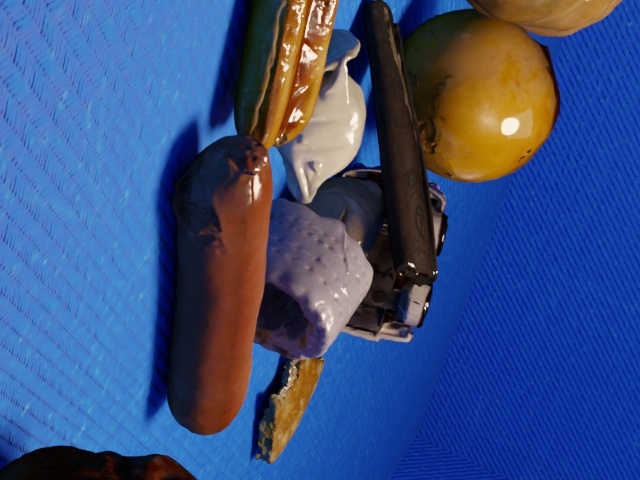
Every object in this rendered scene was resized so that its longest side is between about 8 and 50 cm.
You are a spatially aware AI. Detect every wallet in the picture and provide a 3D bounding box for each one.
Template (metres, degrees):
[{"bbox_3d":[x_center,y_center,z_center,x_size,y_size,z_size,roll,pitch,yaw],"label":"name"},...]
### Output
[{"bbox_3d":[0.096,-0.111,1.855,0.170,0.044,0.321,32,51,-75],"label":"wallet"}]

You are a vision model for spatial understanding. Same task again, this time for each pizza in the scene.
[{"bbox_3d":[-0.051,0.231,2.268,0.181,0.034,0.262,-65,169,-9],"label":"pizza"}]

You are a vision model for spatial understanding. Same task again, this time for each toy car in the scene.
[{"bbox_3d":[0.074,0.002,2.107,0.158,0.172,0.235,-80,-174,-67],"label":"toy car"}]

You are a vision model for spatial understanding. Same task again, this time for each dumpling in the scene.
[{"bbox_3d":[-0.009,-0.134,1.646,0.134,0.099,0.169,-121,-159,-61],"label":"dumpling"}]

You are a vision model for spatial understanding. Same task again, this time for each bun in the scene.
[{"bbox_3d":[0.000,0.000,1.853,0.173,0.113,0.167,-58,175,-35],"label":"bun"}]

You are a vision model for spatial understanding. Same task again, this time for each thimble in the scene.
[{"bbox_3d":[-0.030,0.042,1.702,0.118,0.151,0.127,-52,171,-38],"label":"thimble"}]

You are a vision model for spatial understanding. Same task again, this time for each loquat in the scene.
[{"bbox_3d":[0.196,-0.189,2.070,0.235,0.235,0.235,-61,167,-24],"label":"loquat"}]

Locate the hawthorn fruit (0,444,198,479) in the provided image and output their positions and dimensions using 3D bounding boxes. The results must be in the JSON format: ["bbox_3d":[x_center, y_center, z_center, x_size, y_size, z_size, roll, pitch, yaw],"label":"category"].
[{"bbox_3d":[-0.198,0.317,1.284,0.300,0.254,0.254,-63,170,21],"label":"hawthorn fruit"}]

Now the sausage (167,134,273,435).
[{"bbox_3d":[-0.103,0.051,1.556,0.419,0.094,0.094,99,-11,-50],"label":"sausage"}]

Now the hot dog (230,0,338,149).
[{"bbox_3d":[-0.032,-0.194,1.439,0.100,0.068,0.250,-33,144,-51],"label":"hot dog"}]

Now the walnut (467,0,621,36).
[{"bbox_3d":[0.256,-0.385,1.854,0.285,0.285,0.296,-59,153,-32],"label":"walnut"}]
